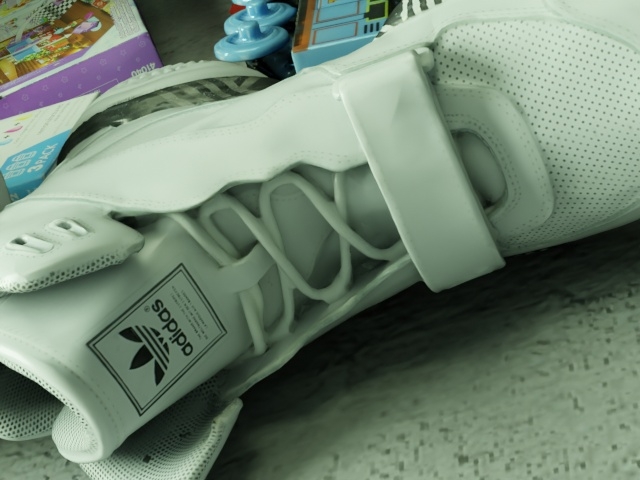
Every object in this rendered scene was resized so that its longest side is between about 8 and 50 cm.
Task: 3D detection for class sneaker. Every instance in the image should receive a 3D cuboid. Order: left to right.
[{"bbox_3d":[0.000,0.000,0.624,0.366,0.137,0.210,-11,29,35],"label":"sneaker"}]

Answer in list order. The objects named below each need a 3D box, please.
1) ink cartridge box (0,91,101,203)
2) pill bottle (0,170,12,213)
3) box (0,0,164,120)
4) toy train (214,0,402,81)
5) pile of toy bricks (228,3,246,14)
[{"bbox_3d":[-0.209,-0.017,0.901,0.181,0.061,0.104,-14,27,20],"label":"ink cartridge box"},{"bbox_3d":[-0.340,0.033,0.750,0.363,0.210,0.210,-11,29,23],"label":"pill bottle"},{"bbox_3d":[-0.221,-0.126,1.121,0.201,0.057,0.293,-24,26,-2],"label":"box"},{"bbox_3d":[0.001,-0.109,0.892,0.105,0.080,0.184,-10,26,8],"label":"toy train"},{"bbox_3d":[0.018,-0.202,1.022,0.118,0.105,0.212,-64,11,-20],"label":"pile of toy bricks"}]
